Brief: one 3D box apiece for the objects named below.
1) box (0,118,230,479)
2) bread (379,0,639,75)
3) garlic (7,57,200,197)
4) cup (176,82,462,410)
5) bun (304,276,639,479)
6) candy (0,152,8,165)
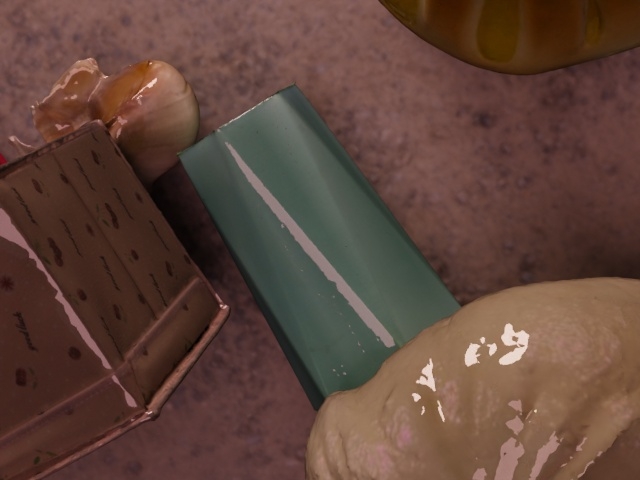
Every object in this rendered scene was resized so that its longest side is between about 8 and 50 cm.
[{"bbox_3d":[-0.253,0.076,1.026,0.297,0.225,0.190,-30,98,16],"label":"box"},{"bbox_3d":[0.158,-0.275,0.976,0.333,0.160,0.333,3,104,12],"label":"bread"},{"bbox_3d":[-0.174,-0.074,1.140,0.174,0.099,0.124,-40,106,19],"label":"garlic"},{"bbox_3d":[0.000,0.000,1.107,0.134,0.148,0.235,-26,95,44],"label":"cup"},{"bbox_3d":[0.180,0.193,1.011,0.365,0.219,0.365,-7,133,-8],"label":"bun"},{"bbox_3d":[-0.322,-0.002,1.189,0.157,0.100,0.306,-35,95,17],"label":"candy"}]
